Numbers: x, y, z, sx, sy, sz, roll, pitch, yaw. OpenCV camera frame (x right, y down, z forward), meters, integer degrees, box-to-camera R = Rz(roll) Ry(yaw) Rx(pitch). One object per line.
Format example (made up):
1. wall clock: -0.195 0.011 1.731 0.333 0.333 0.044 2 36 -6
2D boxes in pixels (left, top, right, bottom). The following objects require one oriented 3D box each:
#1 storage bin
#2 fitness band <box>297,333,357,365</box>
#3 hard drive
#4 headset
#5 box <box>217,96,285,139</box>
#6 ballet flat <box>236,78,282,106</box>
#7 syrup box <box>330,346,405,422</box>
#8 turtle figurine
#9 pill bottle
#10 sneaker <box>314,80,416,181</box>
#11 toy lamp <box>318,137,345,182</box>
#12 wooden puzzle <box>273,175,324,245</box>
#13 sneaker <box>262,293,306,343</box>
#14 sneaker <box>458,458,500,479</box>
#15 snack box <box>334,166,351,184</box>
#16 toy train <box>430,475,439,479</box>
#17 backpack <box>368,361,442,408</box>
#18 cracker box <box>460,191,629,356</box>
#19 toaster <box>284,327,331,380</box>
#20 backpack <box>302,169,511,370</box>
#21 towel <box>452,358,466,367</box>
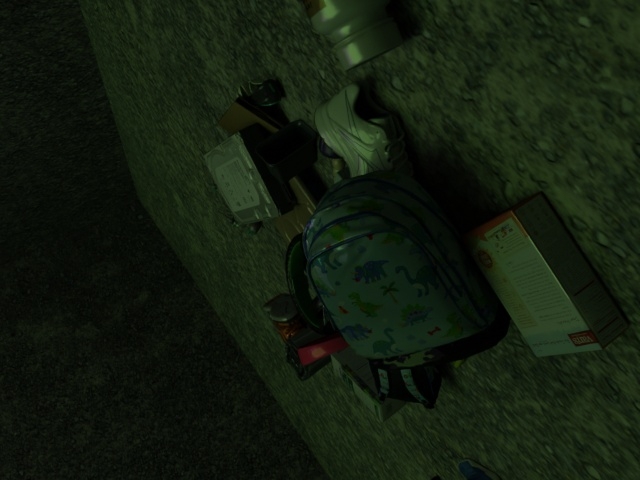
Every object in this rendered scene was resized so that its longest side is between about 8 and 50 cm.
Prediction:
1. storage bin: -0.076 -0.203 1.400 0.098 0.135 0.091 45 164 33
2. fitness band: 0.086 0.226 1.377 0.209 0.291 0.054 -26 79 53
3. hard drive: -0.200 -0.163 1.607 0.339 0.064 0.236 -6 113 63
4. headset: 0.060 0.083 1.335 0.394 0.185 0.243 -11 93 60
5. box: -0.168 -0.285 1.521 0.165 0.021 0.201 31 165 -16
6. ballet flat: -0.161 -0.358 1.463 0.203 0.074 0.074 6 123 57
7. syrup box: 0.136 0.404 1.749 0.237 0.096 0.093 39 151 40
8. turtle figurine: -0.270 -0.117 1.951 0.234 0.118 0.175 66 179 -58
9. pill bottle: 0.034 -0.385 0.907 0.229 0.131 0.131 64 158 -11
10. sneaker: 0.106 -0.155 1.089 0.297 0.111 0.129 54 142 1
11. toy lamp: 0.042 -0.142 1.281 0.080 0.080 0.274 42 154 38
12. wooden puzzle: 0.000 0.000 1.568 0.347 0.081 0.322 60 159 13
13. sneaker: -0.096 0.292 2.118 0.180 0.125 0.321 59 170 -8
14. sneaker: 0.374 0.602 1.492 0.058 0.085 0.152 64 159 -10
15. snack box: 0.073 -0.106 1.222 0.037 0.100 0.141 51 157 22
16. toy train: 0.380 0.762 1.751 0.158 0.036 0.027 45 154 32
17. backpack: 0.195 0.292 1.390 0.158 0.116 0.173 2 131 29
18. cracker box: 0.332 0.059 0.910 0.232 0.067 0.156 59 159 4
19. toaster: -0.032 0.364 1.998 0.129 0.147 0.227 50 157 23
20. backpack: 0.122 0.053 1.021 0.290 0.273 0.355 -16 103 30
21. towel: 0.241 0.168 1.322 0.237 0.021 0.102 49 151 27
